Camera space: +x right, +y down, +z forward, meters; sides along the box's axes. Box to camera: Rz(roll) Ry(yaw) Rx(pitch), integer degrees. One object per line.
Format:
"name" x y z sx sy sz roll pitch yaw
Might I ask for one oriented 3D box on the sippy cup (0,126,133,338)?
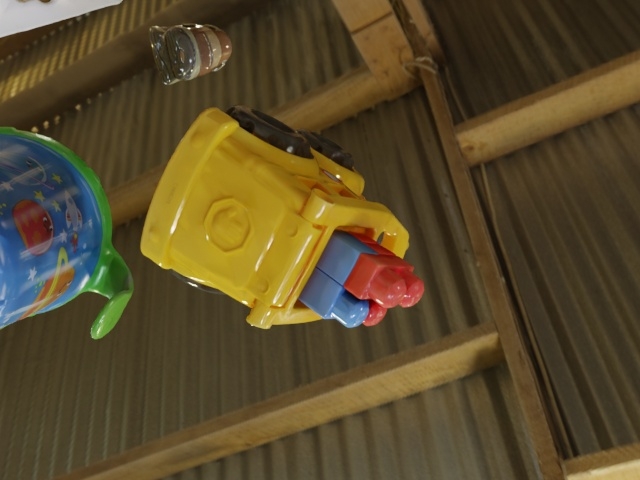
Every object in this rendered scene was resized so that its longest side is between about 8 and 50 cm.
"sippy cup" -0.375 0.002 0.711 0.306 0.239 0.224 -6 -167 0

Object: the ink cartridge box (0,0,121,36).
"ink cartridge box" -0.345 -0.388 0.623 0.119 0.353 0.207 13 -144 35

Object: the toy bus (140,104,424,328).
"toy bus" 0.000 0.000 0.553 0.211 0.220 0.149 33 -76 27

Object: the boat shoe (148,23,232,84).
"boat shoe" -0.268 -0.386 1.340 0.120 0.122 0.324 -17 -156 -21
